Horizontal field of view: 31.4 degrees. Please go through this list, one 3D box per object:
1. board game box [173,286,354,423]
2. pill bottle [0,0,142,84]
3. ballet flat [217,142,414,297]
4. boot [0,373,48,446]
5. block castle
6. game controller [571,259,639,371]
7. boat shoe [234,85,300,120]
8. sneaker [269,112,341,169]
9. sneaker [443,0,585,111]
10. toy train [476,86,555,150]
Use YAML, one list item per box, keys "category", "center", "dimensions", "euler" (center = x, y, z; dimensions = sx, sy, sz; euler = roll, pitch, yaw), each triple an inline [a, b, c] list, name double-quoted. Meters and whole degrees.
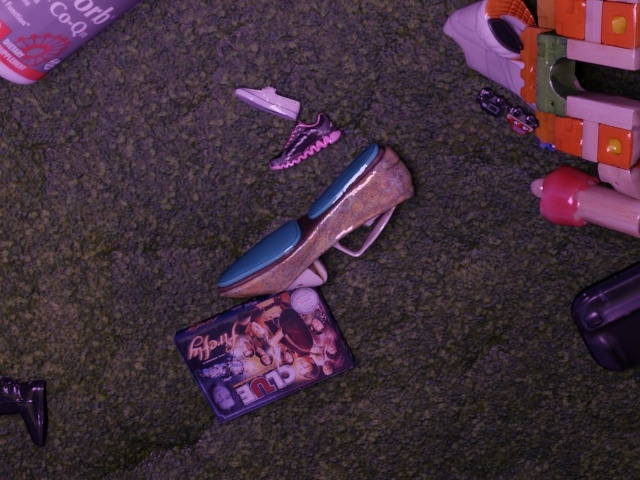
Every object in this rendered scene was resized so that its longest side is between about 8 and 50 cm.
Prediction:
- category: "board game box"
  center: [-0.089, 0.174, 1.825]
  dimensions: [0.243, 0.042, 0.165]
  euler: [-25, 108, 8]
- category: "pill bottle"
  center: [-0.326, -0.393, 1.541]
  dimensions: [0.363, 0.210, 0.210]
  euler: [-35, 106, 11]
- category: "ballet flat"
  center: [0.000, 0.000, 1.729]
  dimensions: [0.348, 0.123, 0.123]
  euler: [-41, 105, 10]
- category: "boot"
  center: [-0.498, 0.278, 1.858]
  dimensions: [0.099, 0.045, 0.121]
  euler: [0, 102, -3]
- category: "block castle"
  center: [0.433, -0.248, 1.559]
  dimensions: [0.303, 0.213, 0.453]
  euler: [-19, 116, -35]
- category: "game controller"
  center: [0.561, 0.089, 1.800]
  dimensions: [0.319, 0.067, 0.166]
  euler: [-27, 121, 9]
- category: "boat shoe"
  center: [-0.077, -0.212, 1.701]
  dimensions: [0.100, 0.035, 0.035]
  euler: [20, 80, -3]
- category: "sneaker"
  center: [-0.031, -0.150, 1.717]
  dimensions: [0.119, 0.047, 0.057]
  euler: [-30, 100, 2]
- category: "sneaker"
  center: [0.284, -0.260, 1.662]
  dimensions: [0.262, 0.121, 0.099]
  euler: [43, 66, -32]
- category: "toy train"
  center: [0.302, -0.178, 1.715]
  dimensions: [0.158, 0.027, 0.036]
  euler: [29, 110, -10]
